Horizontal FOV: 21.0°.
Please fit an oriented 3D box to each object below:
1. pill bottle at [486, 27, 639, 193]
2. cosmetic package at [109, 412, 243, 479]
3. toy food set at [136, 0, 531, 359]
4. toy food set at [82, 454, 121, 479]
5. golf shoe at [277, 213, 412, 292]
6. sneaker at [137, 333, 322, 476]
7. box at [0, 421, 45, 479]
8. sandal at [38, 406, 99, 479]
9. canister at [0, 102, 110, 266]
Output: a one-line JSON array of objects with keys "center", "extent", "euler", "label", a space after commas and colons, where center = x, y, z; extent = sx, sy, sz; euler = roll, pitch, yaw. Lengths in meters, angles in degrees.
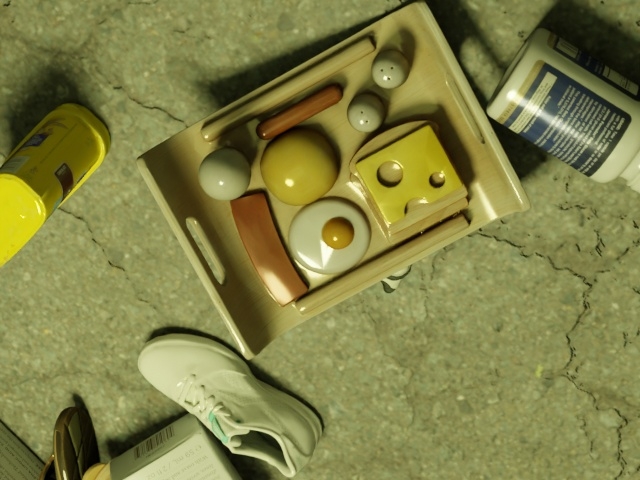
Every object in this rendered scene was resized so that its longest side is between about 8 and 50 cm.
[{"center": [0.243, -0.111, 1.561], "extent": [0.169, 0.094, 0.094], "euler": [32, 120, -2], "label": "pill bottle"}, {"center": [-0.120, 0.311, 1.864], "extent": [0.117, 0.085, 0.231], "euler": [-32, 105, 0], "label": "cosmetic package"}, {"center": [0.013, -0.054, 1.601], "extent": [0.306, 0.092, 0.220], "euler": [-28, 97, 9], "label": "toy food set"}, {"center": [-0.230, 0.273, 1.900], "extent": [0.020, 0.083, 0.083], "euler": [23, 123, 31], "label": "toy food set"}, {"center": [0.000, 0.000, 1.700], "extent": [0.186, 0.067, 0.086], "euler": [17, 120, 6], "label": "golf shoe"}, {"center": [-0.101, 0.174, 1.803], "extent": [0.212, 0.094, 0.080], "euler": [28, 122, 0], "label": "sneaker"}, {"center": [-0.432, 0.276, 1.932], "extent": [0.181, 0.119, 0.182], "euler": [-37, 102, 28], "label": "box"}, {"center": [-0.282, 0.284, 1.919], "extent": [0.060, 0.090, 0.219], "euler": [5, 125, 10], "label": "sandal"}, {"center": [-0.286, -0.051, 1.694], "extent": [0.073, 0.170, 0.126], "euler": [44, 119, -9], "label": "canister"}]
